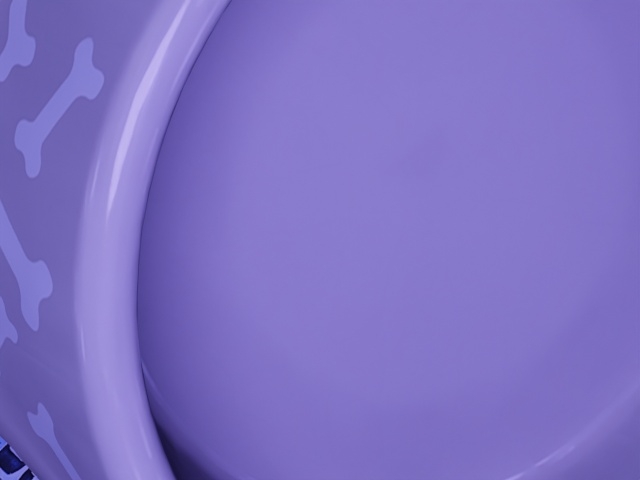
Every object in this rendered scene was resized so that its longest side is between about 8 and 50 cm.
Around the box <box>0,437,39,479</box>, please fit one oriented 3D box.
[{"bbox_3d":[0.000,0.000,0.651,0.322,0.257,0.079,-42,27,-8],"label":"box"}]

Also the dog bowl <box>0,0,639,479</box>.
[{"bbox_3d":[0.056,-0.008,0.574,0.349,0.349,0.102,-58,29,1],"label":"dog bowl"}]
